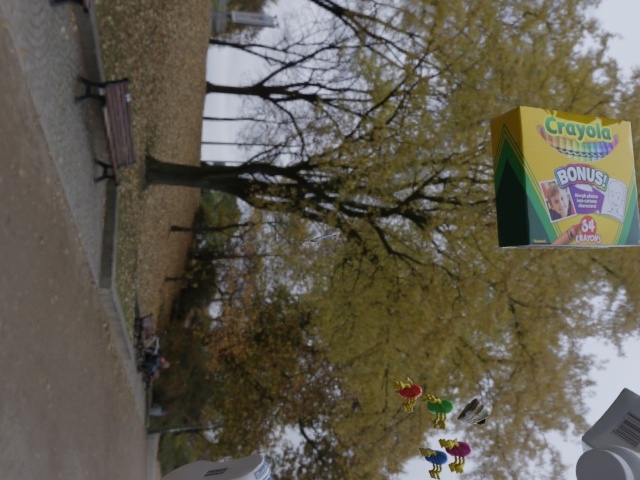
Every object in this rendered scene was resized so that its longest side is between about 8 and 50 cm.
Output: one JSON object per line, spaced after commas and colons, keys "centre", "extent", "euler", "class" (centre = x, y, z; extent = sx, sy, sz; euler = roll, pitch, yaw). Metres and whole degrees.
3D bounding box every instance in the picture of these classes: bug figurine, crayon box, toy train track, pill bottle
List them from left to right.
{"centre": [0.000, 0.000, 0.862], "extent": [0.048, 0.083, 0.014], "euler": [7, -69, 56], "class": "toy train track"}
{"centre": [0.301, 0.495, 1.268], "extent": [0.216, 0.072, 0.279], "euler": [-28, -98, 62], "class": "bug figurine"}
{"centre": [0.593, -0.139, 1.145], "extent": [0.106, 0.363, 0.313], "euler": [168, -79, -67], "class": "crayon box"}
{"centre": [0.569, 0.446, 0.879], "extent": [0.117, 0.208, 0.117], "euler": [-37, -139, 41], "class": "pill bottle"}

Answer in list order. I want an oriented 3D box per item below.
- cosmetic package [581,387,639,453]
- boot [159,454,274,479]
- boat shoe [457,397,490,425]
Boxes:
{"centre": [0.900, 0.631, 1.383], "extent": [0.156, 0.217, 0.385], "euler": [35, -21, 48], "class": "cosmetic package"}
{"centre": [-0.131, 0.332, 0.601], "extent": [0.190, 0.069, 0.086], "euler": [-21, -88, 32], "class": "boot"}
{"centre": [0.487, 0.558, 1.505], "extent": [0.072, 0.068, 0.190], "euler": [35, -19, 19], "class": "boat shoe"}
